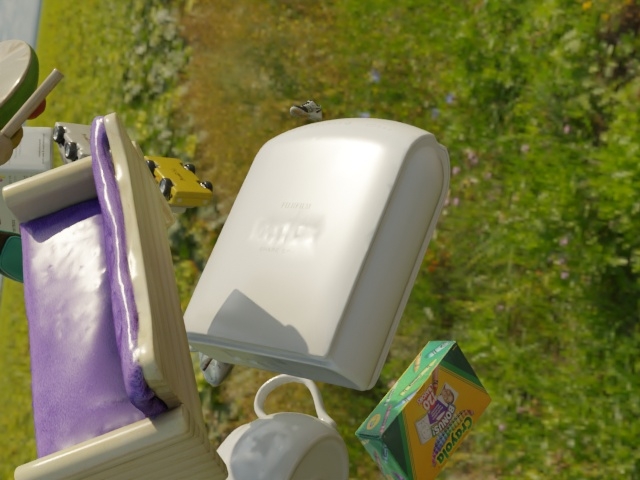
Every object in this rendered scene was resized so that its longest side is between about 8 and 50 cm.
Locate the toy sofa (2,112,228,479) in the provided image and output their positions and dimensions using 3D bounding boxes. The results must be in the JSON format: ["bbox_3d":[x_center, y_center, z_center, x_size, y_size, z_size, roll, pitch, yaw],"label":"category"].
[{"bbox_3d":[-0.208,0.061,0.918,0.177,0.150,0.362,68,-178,-48],"label":"toy sofa"}]

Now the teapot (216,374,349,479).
[{"bbox_3d":[-0.085,0.363,1.520,0.187,0.256,0.252,15,112,31],"label":"teapot"}]

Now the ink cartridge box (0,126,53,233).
[{"bbox_3d":[-0.710,-0.124,2.068,0.226,0.306,0.131,109,156,-53],"label":"ink cartridge box"}]

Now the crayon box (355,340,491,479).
[{"bbox_3d":[0.210,0.353,1.994,0.081,0.165,0.278,-6,33,51],"label":"crayon box"}]

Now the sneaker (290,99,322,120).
[{"bbox_3d":[-0.029,-0.254,1.914,0.032,0.083,0.037,2,86,37],"label":"sneaker"}]

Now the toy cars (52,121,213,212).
[{"bbox_3d":[-0.382,-0.133,1.976,0.176,0.394,0.087,-37,-34,-66],"label":"toy cars"}]

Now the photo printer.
[{"bbox_3d":[0.000,0.000,1.117,0.256,0.107,0.307,5,65,44],"label":"photo printer"}]

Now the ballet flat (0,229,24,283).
[{"bbox_3d":[-0.596,0.012,1.806,0.087,0.247,0.083,18,82,45],"label":"ballet flat"}]

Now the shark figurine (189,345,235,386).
[{"bbox_3d":[-0.104,0.099,1.482,0.166,0.116,0.278,-23,43,65],"label":"shark figurine"}]

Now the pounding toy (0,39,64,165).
[{"bbox_3d":[-0.459,-0.190,1.484,0.183,0.110,0.237,-48,44,-9],"label":"pounding toy"}]
